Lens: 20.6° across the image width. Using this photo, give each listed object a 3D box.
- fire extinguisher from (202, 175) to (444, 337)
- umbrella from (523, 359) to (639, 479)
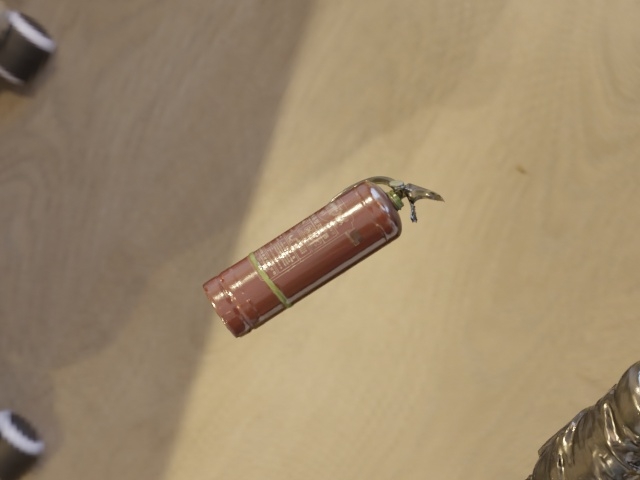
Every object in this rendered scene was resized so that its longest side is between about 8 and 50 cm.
[{"bbox_3d":[0.000,0.000,1.124,0.157,0.045,0.078,-33,32,2],"label":"fire extinguisher"},{"bbox_3d":[0.192,0.216,1.358,0.106,0.113,0.357,24,136,-5],"label":"umbrella"}]
